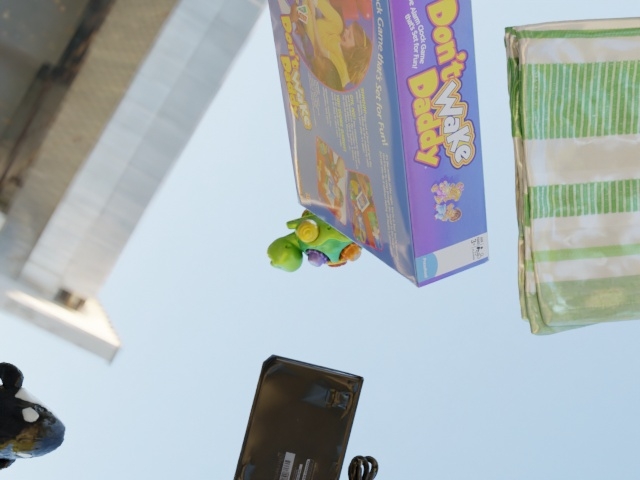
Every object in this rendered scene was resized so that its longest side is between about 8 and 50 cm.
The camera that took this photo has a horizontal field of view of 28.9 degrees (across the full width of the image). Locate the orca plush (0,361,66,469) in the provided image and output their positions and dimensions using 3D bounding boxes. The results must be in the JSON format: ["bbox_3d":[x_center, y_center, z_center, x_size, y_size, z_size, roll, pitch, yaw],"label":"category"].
[{"bbox_3d":[-0.497,0.231,1.738,0.287,0.102,0.151,32,-79,23],"label":"orca plush"}]

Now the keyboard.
[{"bbox_3d":[-0.013,0.185,0.943,0.023,0.108,0.180,174,-69,-80],"label":"keyboard"}]

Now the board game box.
[{"bbox_3d":[0.042,-0.161,1.103,0.233,0.078,0.347,36,-40,54],"label":"board game box"}]

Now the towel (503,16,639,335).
[{"bbox_3d":[0.319,-0.073,1.312,0.038,0.248,0.324,-158,-118,-78],"label":"towel"}]

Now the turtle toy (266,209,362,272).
[{"bbox_3d":[0.000,0.000,1.456,0.095,0.130,0.066,-77,159,-76],"label":"turtle toy"}]
